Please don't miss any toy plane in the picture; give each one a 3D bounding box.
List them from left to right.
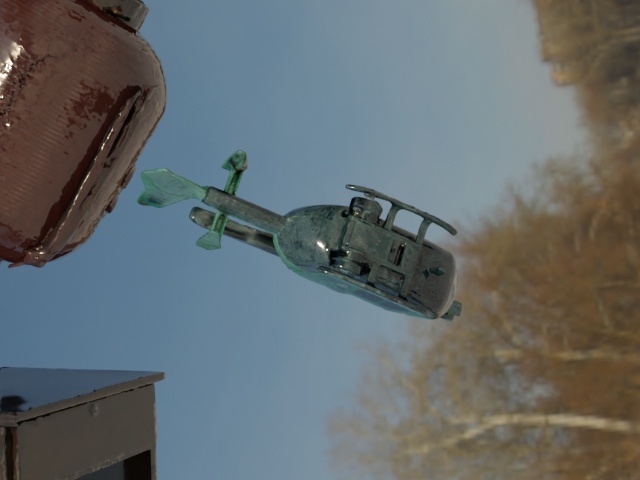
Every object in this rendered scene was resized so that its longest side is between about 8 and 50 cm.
[{"bbox_3d":[0.000,0.000,0.758,0.096,0.235,0.060,-24,46,68],"label":"toy plane"}]

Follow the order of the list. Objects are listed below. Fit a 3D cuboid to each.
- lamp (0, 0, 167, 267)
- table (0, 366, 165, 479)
[{"bbox_3d":[-0.212,-0.091,0.921,0.258,0.180,0.180,-58,-17,5],"label":"lamp"},{"bbox_3d":[-0.284,0.276,1.143,0.250,0.196,0.282,-7,-85,-69],"label":"table"}]
